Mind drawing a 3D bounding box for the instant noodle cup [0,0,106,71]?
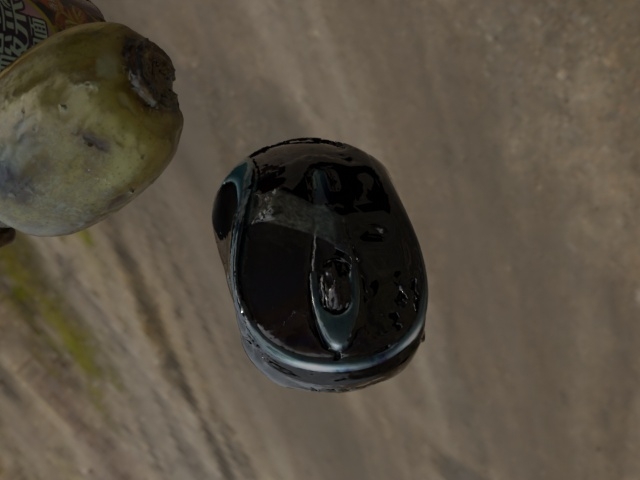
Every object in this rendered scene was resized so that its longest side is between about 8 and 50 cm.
[{"bbox_3d":[-0.389,-0.168,1.533,0.266,0.339,0.340,9,-174,-37],"label":"instant noodle cup"}]

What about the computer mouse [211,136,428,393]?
[{"bbox_3d":[0.000,0.000,0.980,0.233,0.137,0.096,-107,11,-50],"label":"computer mouse"}]

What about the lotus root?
[{"bbox_3d":[-0.230,-0.079,1.225,0.278,0.154,0.154,-31,106,35],"label":"lotus root"}]
